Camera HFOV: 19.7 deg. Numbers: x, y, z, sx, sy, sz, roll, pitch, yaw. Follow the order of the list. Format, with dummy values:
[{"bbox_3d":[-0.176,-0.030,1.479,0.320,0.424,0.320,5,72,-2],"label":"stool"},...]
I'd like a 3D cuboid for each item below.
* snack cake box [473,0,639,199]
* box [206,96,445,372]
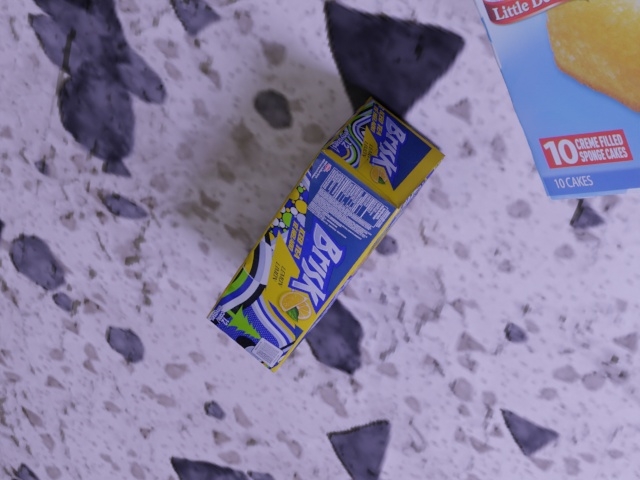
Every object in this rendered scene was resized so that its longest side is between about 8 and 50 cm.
[{"bbox_3d":[0.201,-0.113,0.774,0.264,0.089,0.152,-5,122,37],"label":"snack cake box"},{"bbox_3d":[0.000,0.000,1.023,0.054,0.059,0.169,39,137,2],"label":"box"}]
